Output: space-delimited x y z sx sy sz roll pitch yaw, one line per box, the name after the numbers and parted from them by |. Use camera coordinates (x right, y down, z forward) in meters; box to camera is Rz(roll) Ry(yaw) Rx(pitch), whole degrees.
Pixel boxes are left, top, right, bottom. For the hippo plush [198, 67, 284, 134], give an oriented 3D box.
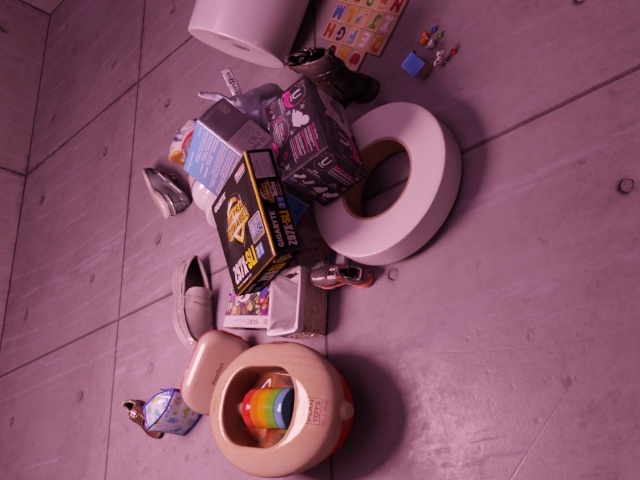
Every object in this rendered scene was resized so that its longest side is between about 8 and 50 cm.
-0.115 -0.339 2.012 0.236 0.294 0.234 6 46 42 | hippo plush

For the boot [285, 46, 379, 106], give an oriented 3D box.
-0.002 -0.420 1.928 0.263 0.229 0.091 -8 69 46 | boot

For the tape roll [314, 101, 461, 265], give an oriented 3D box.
0.147 -0.133 1.746 0.392 0.072 0.392 -23 55 37 | tape roll

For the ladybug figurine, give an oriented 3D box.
-0.078 0.389 1.723 0.449 0.162 0.305 -6 69 47 | ladybug figurine

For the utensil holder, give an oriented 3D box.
-0.182 -0.741 2.204 0.327 0.327 0.385 22 94 50 | utensil holder

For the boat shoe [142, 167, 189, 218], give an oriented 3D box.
-0.523 -0.171 2.532 0.099 0.116 0.319 -24 33 -14 | boat shoe

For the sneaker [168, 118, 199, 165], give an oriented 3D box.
-0.395 -0.347 2.428 0.296 0.112 0.131 -16 62 43 | sneaker

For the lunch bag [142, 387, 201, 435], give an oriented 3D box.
-0.396 0.460 2.074 0.151 0.129 0.096 -44 47 28 | lunch bag

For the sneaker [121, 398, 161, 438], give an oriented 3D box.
-0.536 0.532 2.241 0.188 0.071 0.066 23 91 50 | sneaker

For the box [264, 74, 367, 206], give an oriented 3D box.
-0.011 -0.236 1.782 0.142 0.163 0.247 -34 50 25 | box

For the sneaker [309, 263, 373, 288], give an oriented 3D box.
0.042 0.076 1.763 0.158 0.065 0.061 -3 67 23 | sneaker

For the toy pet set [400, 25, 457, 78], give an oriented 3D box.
0.245 -0.453 1.796 0.114 0.065 0.122 -49 44 22 | toy pet set

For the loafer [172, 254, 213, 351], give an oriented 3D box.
-0.365 0.178 2.172 0.111 0.112 0.319 -51 42 32 | loafer

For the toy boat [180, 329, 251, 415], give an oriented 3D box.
-0.282 0.347 2.012 0.151 0.151 0.231 -152 85 -80 | toy boat

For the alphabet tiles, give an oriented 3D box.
0.127 -0.630 2.044 0.285 0.011 0.342 36 101 49 | alphabet tiles

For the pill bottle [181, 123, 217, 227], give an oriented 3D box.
-0.298 -0.189 2.201 0.176 0.176 0.318 -43 47 27 | pill bottle

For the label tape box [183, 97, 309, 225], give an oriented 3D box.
-0.178 -0.171 1.960 0.115 0.347 0.249 -52 -1 -31 | label tape box

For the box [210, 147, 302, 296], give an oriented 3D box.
-0.163 -0.034 1.812 0.322 0.079 0.257 -44 62 60 | box

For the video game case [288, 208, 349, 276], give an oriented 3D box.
0.000 0.000 1.909 0.201 0.023 0.183 -13 64 45 | video game case

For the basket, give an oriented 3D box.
-0.053 0.158 1.840 0.113 0.103 0.167 -16 62 44 | basket

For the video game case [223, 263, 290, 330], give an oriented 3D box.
-0.167 0.126 2.026 0.210 0.042 0.232 -5 71 46 | video game case
